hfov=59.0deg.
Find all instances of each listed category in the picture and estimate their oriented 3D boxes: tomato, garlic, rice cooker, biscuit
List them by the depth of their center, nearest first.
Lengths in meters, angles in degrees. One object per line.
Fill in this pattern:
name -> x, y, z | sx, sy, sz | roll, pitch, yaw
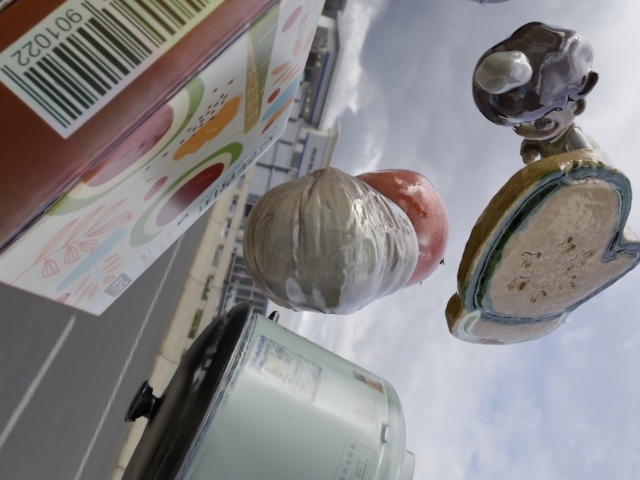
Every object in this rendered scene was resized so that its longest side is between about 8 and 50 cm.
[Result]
rice cooker -> -0.064, 0.190, 0.506 | 0.241, 0.227, 0.281 | -54, -169, 43
biscuit -> 0.337, 0.031, 0.815 | 0.057, 0.287, 0.344 | -109, -154, -48
garlic -> 0.000, 0.000, 1.000 | 0.317, 0.317, 0.260 | 173, -78, -82
tomato -> 0.168, -0.033, 1.518 | 0.341, 0.272, 0.342 | -15, -108, 61

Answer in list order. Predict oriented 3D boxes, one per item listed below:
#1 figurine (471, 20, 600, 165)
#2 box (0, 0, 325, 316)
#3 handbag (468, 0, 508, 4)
figurine -> 0.409, -0.224, 1.061 | 0.218, 0.206, 0.365 | -108, 171, -59
box -> -0.165, -0.105, 0.546 | 0.344, 0.122, 0.385 | -48, 180, -16
handbag -> 0.339, -0.594, 1.137 | 0.254, 0.307, 0.093 | 120, -32, -51
